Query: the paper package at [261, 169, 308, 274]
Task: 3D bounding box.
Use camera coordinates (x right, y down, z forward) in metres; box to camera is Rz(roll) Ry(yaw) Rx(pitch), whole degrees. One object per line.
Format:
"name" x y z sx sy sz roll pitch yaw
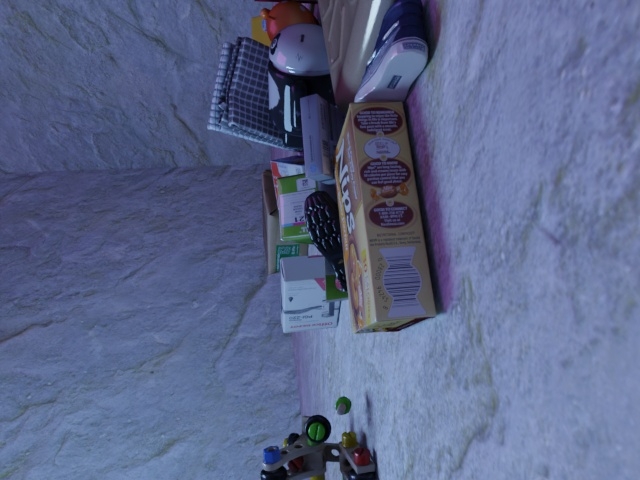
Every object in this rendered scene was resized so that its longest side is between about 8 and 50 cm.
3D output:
"paper package" -0.149 -0.075 1.906 0.309 0.168 0.324 -104 14 -48

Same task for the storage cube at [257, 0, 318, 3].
"storage cube" -0.069 -0.694 1.121 0.215 0.184 0.193 -118 27 -70

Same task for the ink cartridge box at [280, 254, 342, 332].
"ink cartridge box" -0.029 0.147 1.267 0.092 0.159 0.217 -104 13 -45

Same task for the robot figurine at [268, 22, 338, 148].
"robot figurine" -0.039 -0.352 1.078 0.209 0.174 0.278 45 145 37

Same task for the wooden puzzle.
"wooden puzzle" 0.058 -0.446 0.783 0.322 0.081 0.347 107 153 -65

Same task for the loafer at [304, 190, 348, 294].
"loafer" 0.039 0.005 0.861 0.223 0.076 0.078 61 -152 -17

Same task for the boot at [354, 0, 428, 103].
"boot" 0.098 -0.251 0.658 0.190 0.069 0.086 146 128 -70

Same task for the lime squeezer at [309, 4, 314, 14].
"lime squeezer" -0.036 -0.575 1.423 0.310 0.059 0.110 102 -168 -64

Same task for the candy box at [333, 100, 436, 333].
"candy box" 0.085 -0.026 0.709 0.183 0.088 0.316 113 153 -73

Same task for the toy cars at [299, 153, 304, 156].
"toy cars" -0.046 -0.225 1.452 0.393 0.087 0.176 104 160 -61

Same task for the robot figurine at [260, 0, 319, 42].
"robot figurine" -0.068 -0.565 1.246 0.158 0.128 0.219 65 -164 -8

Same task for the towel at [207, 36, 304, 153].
"towel" -0.131 -0.369 1.209 0.121 0.284 0.234 22 101 49

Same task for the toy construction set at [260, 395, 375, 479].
"toy construction set" 0.026 0.540 1.087 0.308 0.258 0.237 63 -174 7

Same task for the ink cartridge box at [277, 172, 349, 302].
"ink cartridge box" 0.000 0.000 0.975 0.189 0.097 0.255 9 -104 -66

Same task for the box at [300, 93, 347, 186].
"box" 0.025 -0.179 0.887 0.186 0.038 0.145 3 -98 -63

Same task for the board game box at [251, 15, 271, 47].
"board game box" -0.128 -0.482 1.423 0.242 0.064 0.316 -12 -80 -74

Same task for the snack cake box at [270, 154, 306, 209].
"snack cake box" -0.047 -0.144 1.260 0.264 0.089 0.152 -153 50 -63
